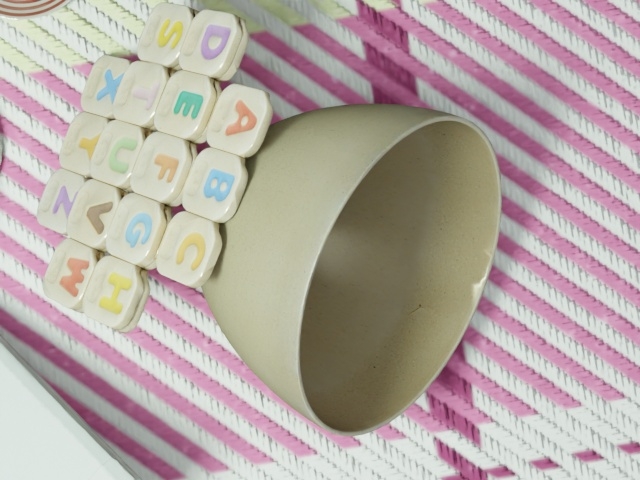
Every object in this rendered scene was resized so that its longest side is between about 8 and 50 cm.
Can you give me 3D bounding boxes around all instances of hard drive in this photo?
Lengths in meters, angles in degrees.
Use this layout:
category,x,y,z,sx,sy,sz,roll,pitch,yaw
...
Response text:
category,x,y,z,sx,sy,sz,roll,pitch,yaw
hard drive,-0.323,0.186,1.398,0.307,0.040,0.203,41,88,24

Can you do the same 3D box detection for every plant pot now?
category,x,y,z,sx,sy,sz,roll,pitch,yaw
plant pot,0.000,0.000,1.377,0.191,0.284,0.284,24,88,33

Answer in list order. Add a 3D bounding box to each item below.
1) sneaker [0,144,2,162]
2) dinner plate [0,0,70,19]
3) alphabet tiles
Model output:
category,x,y,z,sx,sy,sz,roll,pitch,yaw
sneaker,-0.328,-0.053,1.447,0.063,0.073,0.162,3,89,0
dinner plate,-0.278,-0.274,1.481,0.141,0.017,0.141,0,89,0
alphabet tiles,-0.153,-0.068,1.375,0.021,0.278,0.284,23,88,-41
